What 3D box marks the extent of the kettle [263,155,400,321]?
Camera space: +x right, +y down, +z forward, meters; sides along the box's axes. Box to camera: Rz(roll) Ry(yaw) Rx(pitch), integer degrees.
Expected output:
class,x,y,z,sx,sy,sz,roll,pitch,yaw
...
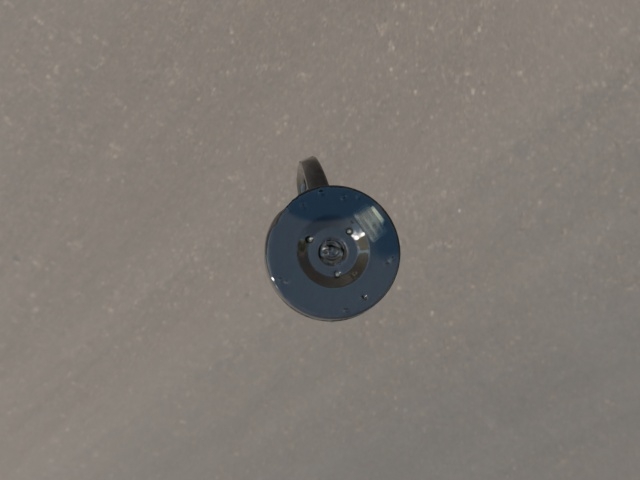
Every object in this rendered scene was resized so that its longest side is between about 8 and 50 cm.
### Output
class,x,y,z,sx,sy,sz,roll,pitch,yaw
kettle,-0.005,0.016,1.365,0.251,0.207,0.271,45,172,2
